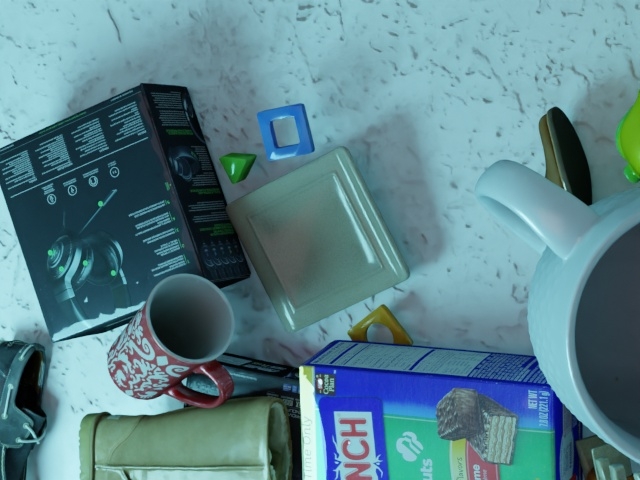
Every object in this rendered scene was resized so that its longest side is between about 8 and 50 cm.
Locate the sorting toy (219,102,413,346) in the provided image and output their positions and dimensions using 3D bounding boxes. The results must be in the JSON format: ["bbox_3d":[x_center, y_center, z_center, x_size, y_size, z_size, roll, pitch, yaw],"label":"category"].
[{"bbox_3d":[0.000,0.000,1.962,0.196,0.047,0.347,-26,91,27],"label":"sorting toy"}]

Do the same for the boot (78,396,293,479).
[{"bbox_3d":[-0.167,0.314,1.955,0.269,0.089,0.236,-4,93,23],"label":"boot"}]

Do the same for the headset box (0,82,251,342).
[{"bbox_3d":[-0.252,-0.025,2.032,0.246,0.131,0.283,-22,84,23],"label":"headset box"}]

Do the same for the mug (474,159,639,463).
[{"bbox_3d":[0.313,0.047,1.630,0.374,0.328,0.276,39,91,-6],"label":"mug"}]

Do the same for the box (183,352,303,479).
[{"bbox_3d":[-0.079,0.229,1.998,0.180,0.077,0.147,10,98,23],"label":"box"}]

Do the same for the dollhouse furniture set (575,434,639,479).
[{"bbox_3d":[0.427,0.269,1.694,0.259,0.262,0.135,-15,94,-8],"label":"dollhouse furniture set"}]

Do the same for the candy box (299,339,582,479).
[{"bbox_3d":[0.139,0.268,1.868,0.317,0.122,0.268,3,102,26],"label":"candy box"}]

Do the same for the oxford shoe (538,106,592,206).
[{"bbox_3d":[0.273,-0.047,1.832,0.076,0.076,0.212,-11,89,33],"label":"oxford shoe"}]

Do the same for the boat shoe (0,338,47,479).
[{"bbox_3d":[-0.410,0.251,2.142,0.079,0.084,0.233,1,87,20],"label":"boat shoe"}]

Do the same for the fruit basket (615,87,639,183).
[{"bbox_3d":[0.486,-0.183,1.669,0.392,0.283,0.392,45,149,37],"label":"fruit basket"}]

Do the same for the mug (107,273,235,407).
[{"bbox_3d":[-0.185,0.141,1.923,0.169,0.113,0.150,-41,57,53],"label":"mug"}]
